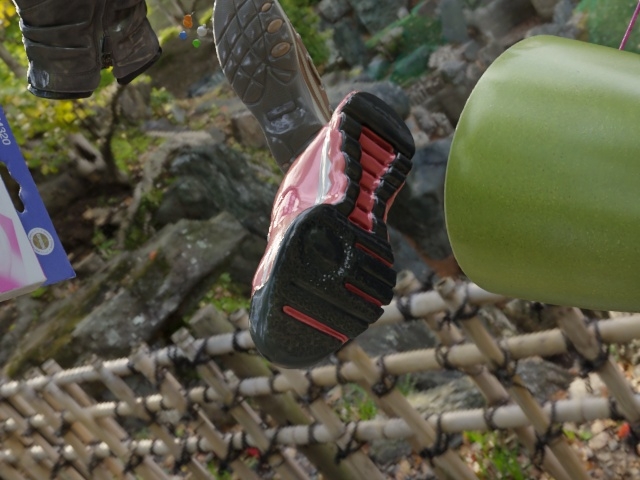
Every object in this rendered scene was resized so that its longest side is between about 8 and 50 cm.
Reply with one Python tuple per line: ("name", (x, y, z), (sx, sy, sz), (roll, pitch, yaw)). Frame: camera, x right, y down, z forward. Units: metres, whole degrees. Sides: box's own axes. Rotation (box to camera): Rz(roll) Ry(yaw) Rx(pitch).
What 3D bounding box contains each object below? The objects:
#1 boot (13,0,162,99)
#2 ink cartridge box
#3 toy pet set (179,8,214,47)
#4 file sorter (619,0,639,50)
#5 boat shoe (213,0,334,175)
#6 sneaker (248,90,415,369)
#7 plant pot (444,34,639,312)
("boot", (-0.211, -0.311, 0.882), (0.118, 0.222, 0.338), (30, 51, 36))
("ink cartridge box", (-0.504, -0.065, 1.051), (0.071, 0.324, 0.330), (-26, -2, 36))
("toy pet set", (-0.194, -0.421, 1.521), (0.065, 0.122, 0.114), (-58, -1, -45))
("file sorter", (0.674, -0.315, 1.335), (0.202, 0.291, 0.182), (-61, -10, -74))
("boat shoe", (-0.061, -0.242, 1.180), (0.123, 0.324, 0.116), (-16, 15, 19))
("sneaker", (0.001, 0.000, 0.756), (0.136, 0.116, 0.313), (-35, 26, 47))
("plant pot", (0.314, -0.042, 0.718), (0.275, 0.274, 0.294), (-45, 38, -22))
